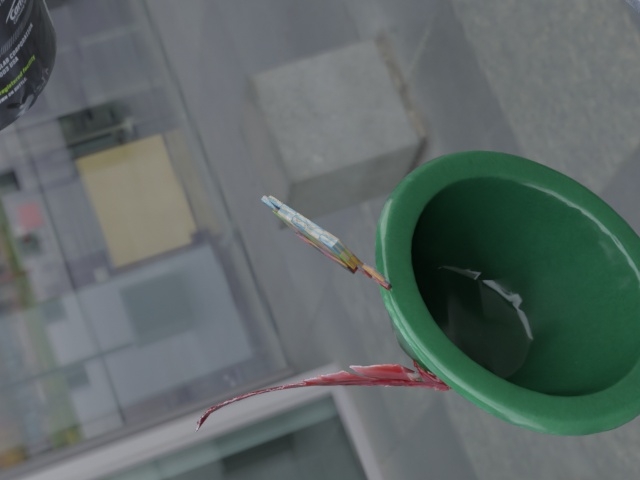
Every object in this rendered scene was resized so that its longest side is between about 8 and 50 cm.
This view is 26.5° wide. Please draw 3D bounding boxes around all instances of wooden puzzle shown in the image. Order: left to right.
[{"bbox_3d":[0.000,0.000,0.701,0.083,0.006,0.049,33,174,33],"label":"wooden puzzle"}]

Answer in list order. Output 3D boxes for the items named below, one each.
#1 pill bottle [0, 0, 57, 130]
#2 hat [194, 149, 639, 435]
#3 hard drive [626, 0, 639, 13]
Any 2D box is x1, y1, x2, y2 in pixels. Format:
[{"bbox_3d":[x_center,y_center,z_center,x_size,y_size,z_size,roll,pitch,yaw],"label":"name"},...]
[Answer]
[{"bbox_3d":[-0.227,-0.163,0.703,0.246,0.130,0.130,83,164,-61],"label":"pill bottle"},{"bbox_3d":[0.075,0.062,0.812,0.208,0.173,0.183,30,142,-2],"label":"hat"},{"bbox_3d":[0.122,-0.201,0.483,0.254,0.172,0.054,44,-174,-15],"label":"hard drive"}]
